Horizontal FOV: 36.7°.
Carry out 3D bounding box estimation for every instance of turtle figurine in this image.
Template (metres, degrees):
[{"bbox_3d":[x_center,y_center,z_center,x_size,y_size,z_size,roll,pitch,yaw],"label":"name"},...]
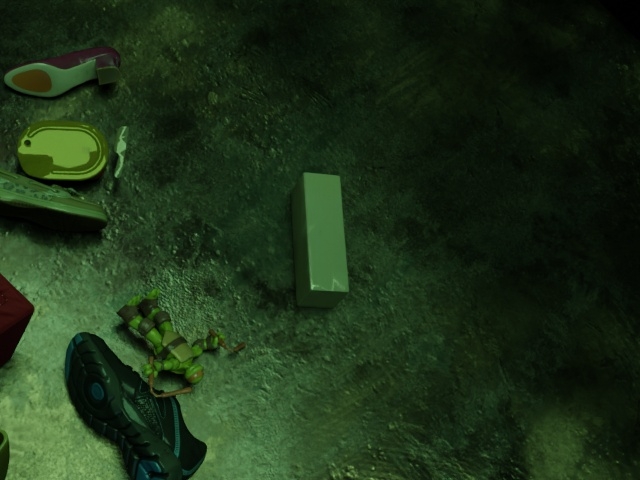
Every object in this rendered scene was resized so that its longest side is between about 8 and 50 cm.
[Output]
[{"bbox_3d":[-0.282,0.198,1.870,0.217,0.087,0.269,50,38,11],"label":"turtle figurine"}]

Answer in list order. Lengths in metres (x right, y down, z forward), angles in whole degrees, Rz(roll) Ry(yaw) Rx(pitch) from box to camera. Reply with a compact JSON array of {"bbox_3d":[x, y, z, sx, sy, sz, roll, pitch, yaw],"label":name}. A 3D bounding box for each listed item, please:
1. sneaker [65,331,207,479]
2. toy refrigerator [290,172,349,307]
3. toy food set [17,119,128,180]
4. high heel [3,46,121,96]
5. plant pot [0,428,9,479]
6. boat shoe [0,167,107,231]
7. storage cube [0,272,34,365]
[{"bbox_3d":[-0.349,0.311,1.795,0.341,0.125,0.139,54,36,10],"label":"sneaker"},{"bbox_3d":[0.000,0.000,2.053,0.094,0.102,0.270,4,65,-18],"label":"toy refrigerator"},{"bbox_3d":[-0.506,-0.173,1.974,0.217,0.071,0.128,2,74,-15],"label":"toy food set"},{"bbox_3d":[-0.550,-0.373,2.061,0.244,0.082,0.117,-12,38,-10],"label":"high heel"},{"bbox_3d":[-0.635,0.395,1.576,0.212,0.187,0.212,23,60,11],"label":"plant pot"},{"bbox_3d":[-0.554,-0.088,1.894,0.285,0.104,0.089,14,65,-12],"label":"boat shoe"},{"bbox_3d":[-0.648,0.149,1.670,0.183,0.215,0.193,43,44,5],"label":"storage cube"}]
